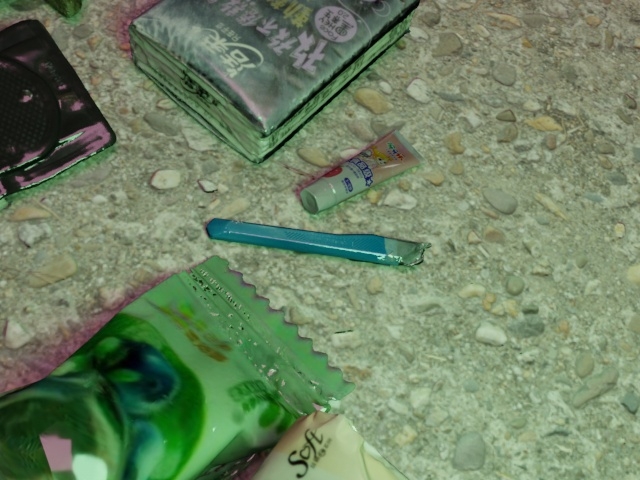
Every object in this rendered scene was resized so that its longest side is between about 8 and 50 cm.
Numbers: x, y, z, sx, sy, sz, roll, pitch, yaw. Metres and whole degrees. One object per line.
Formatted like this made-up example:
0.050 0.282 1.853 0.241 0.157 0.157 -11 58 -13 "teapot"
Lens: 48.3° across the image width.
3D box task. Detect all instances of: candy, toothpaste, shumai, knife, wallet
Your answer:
-0.172 0.173 0.740 0.398 0.172 0.263 -33 72 -35 "candy"
0.059 -0.094 0.985 0.195 0.043 0.067 -31 71 -29 "toothpaste"
-0.354 -0.370 1.020 0.080 0.082 0.083 -41 101 -27 "shumai"
0.000 0.001 0.933 0.297 0.026 0.044 8 60 -4 "knife"
-0.451 -0.138 0.903 0.323 0.041 0.247 -32 73 -18 "wallet"

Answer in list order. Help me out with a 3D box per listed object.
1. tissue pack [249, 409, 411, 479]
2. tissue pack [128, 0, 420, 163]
0.009 0.391 0.631 0.390 0.195 0.375 47 68 -5 "tissue pack"
-0.060 -0.308 1.024 0.259 0.122 0.361 38 65 10 "tissue pack"
